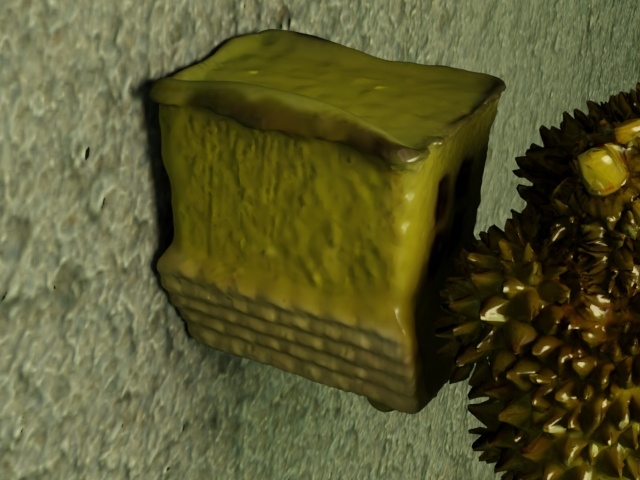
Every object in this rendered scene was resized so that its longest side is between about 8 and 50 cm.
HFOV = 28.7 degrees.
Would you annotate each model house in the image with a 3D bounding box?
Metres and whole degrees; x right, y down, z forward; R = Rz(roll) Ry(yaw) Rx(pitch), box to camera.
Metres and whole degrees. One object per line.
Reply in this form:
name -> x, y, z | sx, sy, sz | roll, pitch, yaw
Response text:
model house -> 0.000, 0.000, 0.824 | 0.175, 0.193, 0.234 | -37, 136, -58

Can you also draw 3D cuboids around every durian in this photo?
durian -> 0.201, 0.038, 0.779 | 0.258, 0.258, 0.293 | -31, 120, -59
